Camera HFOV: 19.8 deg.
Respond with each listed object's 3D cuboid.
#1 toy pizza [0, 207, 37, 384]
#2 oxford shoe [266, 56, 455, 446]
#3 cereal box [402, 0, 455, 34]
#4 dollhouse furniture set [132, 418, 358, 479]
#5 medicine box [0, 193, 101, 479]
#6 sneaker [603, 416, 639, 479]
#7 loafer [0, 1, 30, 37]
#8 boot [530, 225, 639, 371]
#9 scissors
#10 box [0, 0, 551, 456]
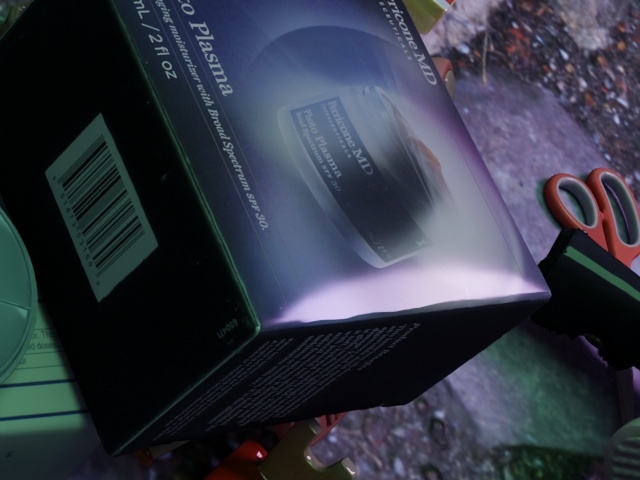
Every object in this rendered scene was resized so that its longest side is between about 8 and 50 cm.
[{"bbox_3d":[-0.274,0.023,1.143,0.201,0.032,0.201,18,49,-23],"label":"toy pizza"},{"bbox_3d":[0.000,0.000,1.533,0.147,0.140,0.397,11,50,14],"label":"oxford shoe"},{"bbox_3d":[0.098,-0.331,1.882,0.173,0.047,0.240,40,45,-2],"label":"cereal box"},{"bbox_3d":[-0.084,0.224,1.296,0.262,0.135,0.259,51,34,2],"label":"dollhouse furniture set"},{"bbox_3d":[-0.314,0.039,1.232,0.264,0.149,0.289,-2,59,-37],"label":"medicine box"},{"bbox_3d":[0.372,0.271,1.572,0.127,0.126,0.321,-34,89,-43],"label":"sneaker"},{"bbox_3d":[-0.218,-0.173,1.536,0.148,0.050,0.056,-3,63,-55],"label":"loafer"},{"bbox_3d":[0.278,0.074,1.583,0.207,0.246,0.094,36,85,1],"label":"boot"},{"bbox_3d":[0.290,0.053,1.749,0.109,0.021,0.297,6,55,-32],"label":"scissors"},{"bbox_3d":[-0.042,-0.036,1.268,0.294,0.183,0.296,-4,62,-47],"label":"box"}]
